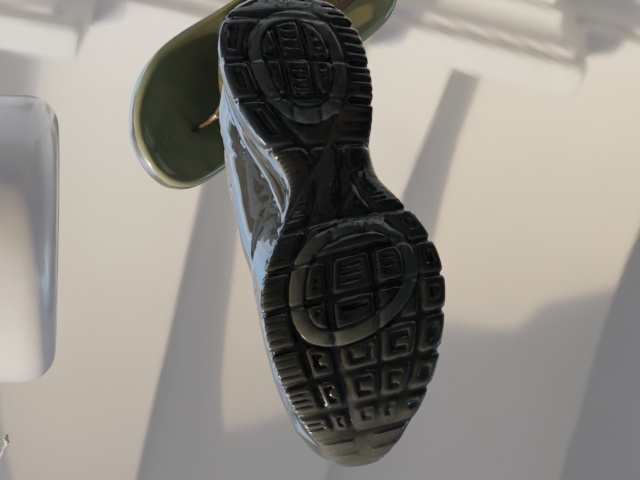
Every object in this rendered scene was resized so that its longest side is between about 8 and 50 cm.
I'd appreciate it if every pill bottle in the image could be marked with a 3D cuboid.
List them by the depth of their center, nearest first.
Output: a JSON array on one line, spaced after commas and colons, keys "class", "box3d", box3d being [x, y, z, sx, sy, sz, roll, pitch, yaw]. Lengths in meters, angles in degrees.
[{"class": "pill bottle", "box3d": [-0.262, -0.003, 0.811, 0.264, 0.146, 0.146, 2, -126, -9]}]

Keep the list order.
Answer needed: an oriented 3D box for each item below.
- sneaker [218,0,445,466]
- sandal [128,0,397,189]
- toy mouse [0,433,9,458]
[{"class": "sneaker", "box3d": [0.000, 0.000, 0.981, 0.109, 0.130, 0.286, -4, -113, -11]}, {"class": "sandal", "box3d": [-0.050, -0.169, 1.473, 0.303, 0.086, 0.120, -43, -76, -12]}, {"class": "toy mouse", "box3d": [-0.241, 0.202, 1.131, 0.161, 0.031, 0.143, 11, -111, 45]}]
